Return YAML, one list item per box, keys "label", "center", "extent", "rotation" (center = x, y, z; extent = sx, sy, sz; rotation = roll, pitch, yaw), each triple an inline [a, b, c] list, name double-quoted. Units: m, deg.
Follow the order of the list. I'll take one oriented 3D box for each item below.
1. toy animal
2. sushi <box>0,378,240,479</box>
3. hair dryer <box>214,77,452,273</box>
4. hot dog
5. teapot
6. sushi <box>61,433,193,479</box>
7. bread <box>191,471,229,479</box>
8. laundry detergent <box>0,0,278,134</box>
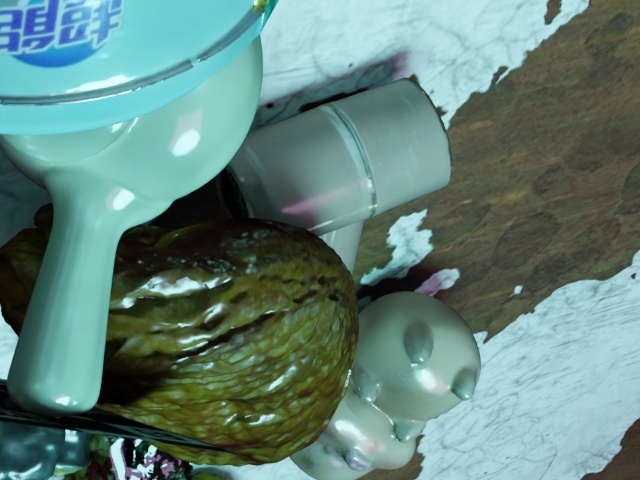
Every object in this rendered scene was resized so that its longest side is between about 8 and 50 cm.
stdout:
- label: "toy animal"
  center: [0.054, 0.154, 1.663]
  extent: [0.166, 0.154, 0.250]
  rotation: [43, 116, -15]
- label: "sushi"
  center: [-0.297, 0.125, 1.105]
  extent: [0.343, 0.359, 0.064]
  rotation: [15, 86, -41]
- label: "hair dryer"
  center: [0.000, 0.000, 1.466]
  extent: [0.189, 0.107, 0.344]
  rotation: [-22, 153, -17]
- label: "hot dog"
  center: [-0.112, 0.065, 1.275]
  extent: [0.267, 0.174, 0.387]
  rotation: [4, 161, 12]
- label: "teapot"
  center: [-0.134, -0.066, 1.039]
  extent: [0.220, 0.318, 0.149]
  rotation: [-27, 167, 30]
- label: "sushi"
  center: [-0.194, 0.229, 1.570]
  extent: [0.115, 0.147, 0.212]
  rotation: [-12, 126, -20]
- label: "bread"
  center: [-0.144, 0.368, 1.769]
  extent: [0.236, 0.070, 0.236]
  rotation: [-43, 146, -40]
- label: "laundry detergent"
  center: [-0.151, -0.228, 0.824]
  extent: [0.287, 0.287, 0.305]
  rotation: [-20, 146, -20]
